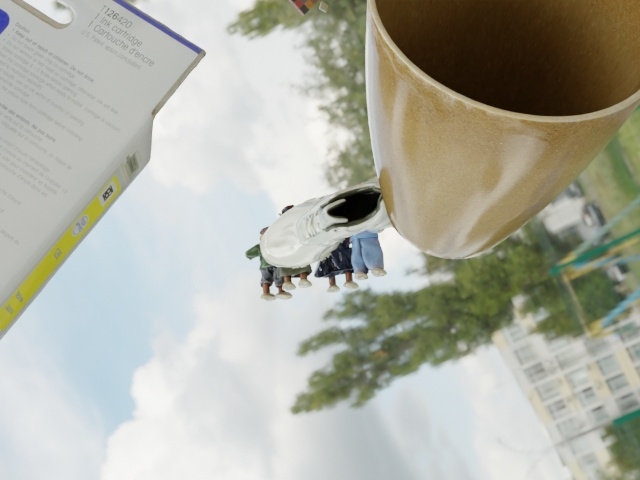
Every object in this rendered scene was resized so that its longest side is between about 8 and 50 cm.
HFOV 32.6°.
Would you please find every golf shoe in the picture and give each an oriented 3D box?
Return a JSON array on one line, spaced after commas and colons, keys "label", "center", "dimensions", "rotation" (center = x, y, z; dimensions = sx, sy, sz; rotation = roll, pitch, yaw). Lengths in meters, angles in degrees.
[{"label": "golf shoe", "center": [0.006, -0.024, 1.132], "dimensions": [0.086, 0.176, 0.069], "rotation": [15, -126, -68]}]

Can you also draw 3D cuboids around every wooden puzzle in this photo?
[{"label": "wooden puzzle", "center": [-0.023, -0.309, 1.338], "dimensions": [0.083, 0.049, 0.006], "rotation": [47, 154, -14]}]

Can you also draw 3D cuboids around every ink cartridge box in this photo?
[{"label": "ink cartridge box", "center": [-0.300, -0.104, 0.886], "dimensions": [0.303, 0.307, 0.072], "rotation": [33, 159, 12]}]

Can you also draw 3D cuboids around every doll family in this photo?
[{"label": "doll family", "center": [0.000, 0.000, 1.286], "dimensions": [0.076, 0.193, 0.111], "rotation": [66, -162, -68]}]

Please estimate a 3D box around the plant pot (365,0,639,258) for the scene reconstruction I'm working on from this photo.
[{"label": "plant pot", "center": [0.134, -0.105, 0.944], "dimensions": [0.254, 0.237, 0.237], "rotation": [104, 154, -52]}]
